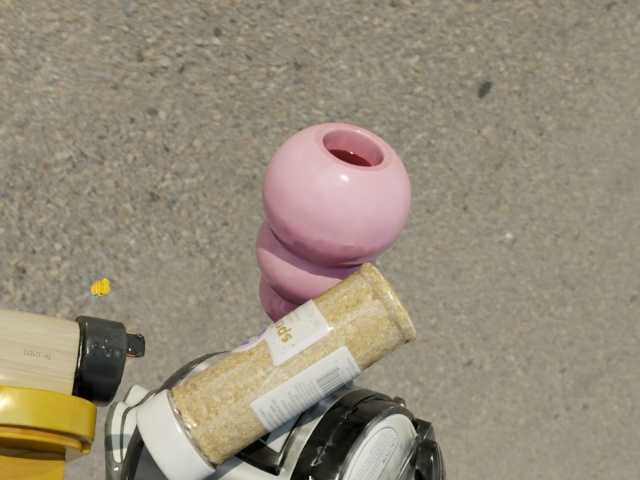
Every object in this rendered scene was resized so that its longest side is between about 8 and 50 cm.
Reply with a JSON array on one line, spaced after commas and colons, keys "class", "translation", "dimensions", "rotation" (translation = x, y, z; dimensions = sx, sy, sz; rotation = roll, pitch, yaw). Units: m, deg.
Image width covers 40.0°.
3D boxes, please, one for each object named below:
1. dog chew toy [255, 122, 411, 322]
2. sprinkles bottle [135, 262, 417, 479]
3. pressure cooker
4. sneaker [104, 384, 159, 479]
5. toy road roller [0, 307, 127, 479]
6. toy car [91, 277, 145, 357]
[{"class": "dog chew toy", "translation": [0.000, 0.000, 1.256], "dimensions": [0.206, 0.207, 0.332], "rotation": [-11, 137, -34]}, {"class": "sprinkles bottle", "translation": [-0.054, 0.169, 1.112], "dimensions": [0.355, 0.121, 0.121], "rotation": [-32, 129, -4]}, {"class": "pressure cooker", "translation": [-0.030, 0.373, 1.295], "dimensions": [0.375, 0.420, 0.370], "rotation": [32, 72, -59]}, {"class": "sneaker", "translation": [-0.282, 0.391, 1.762], "dimensions": [0.257, 0.447, 0.169], "rotation": [0, 99, -2]}, {"class": "toy road roller", "translation": [-0.358, 0.210, 0.946], "dimensions": [0.202, 0.329, 0.241], "rotation": [15, 62, -29]}, {"class": "toy car", "translation": [-0.293, 0.115, 1.269], "dimensions": [0.060, 0.040, 0.122], "rotation": [-9, 83, -56]}]
